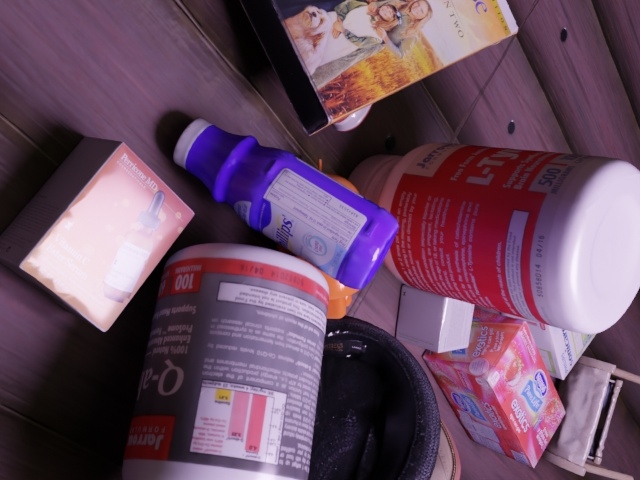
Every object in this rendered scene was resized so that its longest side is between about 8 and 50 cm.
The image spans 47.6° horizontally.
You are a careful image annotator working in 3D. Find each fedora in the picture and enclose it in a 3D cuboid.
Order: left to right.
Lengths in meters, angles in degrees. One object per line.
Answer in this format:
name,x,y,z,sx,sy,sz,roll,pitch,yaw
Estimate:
fedora,0.005,0.278,1.040,0.334,0.334,0.152,-44,171,-28

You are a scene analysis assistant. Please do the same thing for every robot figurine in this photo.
robot figurine,0.000,0.001,1.026,0.158,0.128,0.219,-16,110,-35

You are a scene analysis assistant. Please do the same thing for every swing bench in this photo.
swing bench,0.640,0.413,1.715,0.255,0.165,0.253,22,85,-39

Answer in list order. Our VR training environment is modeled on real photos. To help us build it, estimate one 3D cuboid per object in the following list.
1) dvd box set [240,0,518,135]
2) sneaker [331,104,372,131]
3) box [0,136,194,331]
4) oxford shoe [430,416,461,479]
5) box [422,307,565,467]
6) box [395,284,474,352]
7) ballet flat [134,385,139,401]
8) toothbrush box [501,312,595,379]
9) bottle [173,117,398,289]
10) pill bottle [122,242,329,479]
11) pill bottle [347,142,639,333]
dvd box set,0.077,-0.358,0.993,0.420,0.062,0.307,-31,99,-35
sneaker,0.048,-0.279,1.038,0.128,0.087,0.221,34,75,-44
box,-0.251,-0.010,0.811,0.170,0.091,0.130,-56,131,-18
oxford shoe,0.146,0.383,1.184,0.130,0.123,0.348,48,25,-20
box,0.340,0.281,1.401,0.142,0.154,0.300,-50,128,-24
box,0.200,0.132,1.266,0.087,0.101,0.102,0,99,-43
ballet flat,-0.170,0.222,0.971,0.173,0.049,0.057,21,86,-44
toothbrush box,0.518,0.118,1.554,0.283,0.122,0.206,-41,125,-28
bottle,-0.046,-0.051,0.881,0.092,0.283,0.118,-55,172,-23
pill bottle,-0.110,0.203,0.843,0.210,0.210,0.362,30,58,-43
pill bottle,0.230,-0.022,1.045,0.229,0.408,0.229,-12,108,-42
